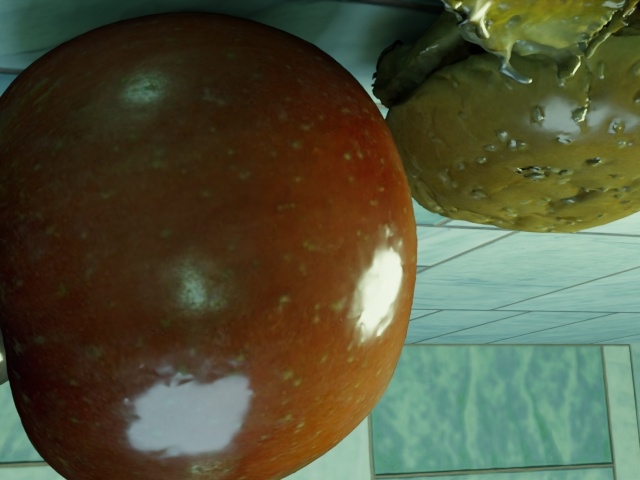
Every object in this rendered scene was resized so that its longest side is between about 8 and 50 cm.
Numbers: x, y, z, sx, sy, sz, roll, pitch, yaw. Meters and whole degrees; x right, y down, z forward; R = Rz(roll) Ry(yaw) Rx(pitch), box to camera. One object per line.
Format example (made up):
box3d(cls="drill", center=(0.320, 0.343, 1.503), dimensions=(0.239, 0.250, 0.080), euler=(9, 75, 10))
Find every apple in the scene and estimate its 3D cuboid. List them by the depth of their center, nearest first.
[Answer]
box3d(cls="apple", center=(-0.092, 0.013, 0.713), dimensions=(0.276, 0.349, 0.348), euler=(-13, 171, -16))

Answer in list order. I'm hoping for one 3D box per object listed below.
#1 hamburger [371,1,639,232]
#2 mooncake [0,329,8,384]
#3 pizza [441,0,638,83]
box3d(cls="hamburger", center=(0.176, -0.093, 0.738), dimensions=(0.259, 0.145, 0.283), euler=(3, 169, -20))
box3d(cls="mooncake", center=(-0.404, 0.042, 0.939), dimensions=(0.306, 0.306, 0.154), euler=(7, 159, -37))
box3d(cls="pizza", center=(0.085, -0.167, 0.465), dimensions=(0.189, 0.071, 0.297), euler=(-18, 147, 33))
